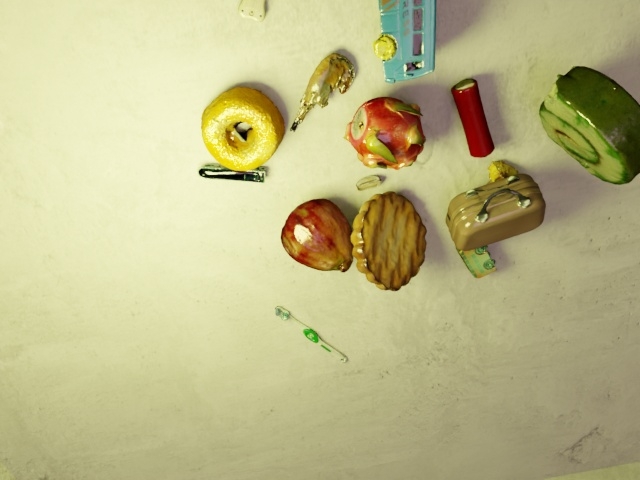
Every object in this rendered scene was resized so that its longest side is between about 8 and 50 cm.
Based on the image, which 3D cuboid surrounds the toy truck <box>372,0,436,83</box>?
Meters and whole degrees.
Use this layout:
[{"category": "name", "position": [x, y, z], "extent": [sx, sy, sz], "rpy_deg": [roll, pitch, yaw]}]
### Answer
[{"category": "toy truck", "position": [0.215, -0.601, 1.210], "extent": [0.163, 0.161, 0.384], "rpy_deg": [1, 120, 12]}]

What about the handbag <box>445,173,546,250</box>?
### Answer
[{"category": "handbag", "position": [0.562, -0.102, 1.537], "extent": [0.302, 0.149, 0.283], "rpy_deg": [-17, 156, 7]}]

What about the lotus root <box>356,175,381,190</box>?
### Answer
[{"category": "lotus root", "position": [0.157, -0.188, 1.561], "extent": [0.083, 0.030, 0.037], "rpy_deg": [-13, 151, 5]}]

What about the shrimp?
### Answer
[{"category": "shrimp", "position": [0.006, -0.409, 1.387], "extent": [0.117, 0.066, 0.262], "rpy_deg": [21, 119, -18]}]

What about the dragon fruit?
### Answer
[{"category": "dragon fruit", "position": [0.198, -0.304, 1.387], "extent": [0.227, 0.224, 0.224], "rpy_deg": [10, 120, -16]}]

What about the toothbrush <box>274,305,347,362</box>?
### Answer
[{"category": "toothbrush", "position": [-0.031, 0.375, 1.889], "extent": [0.042, 0.040, 0.418], "rpy_deg": [-37, 123, 18]}]

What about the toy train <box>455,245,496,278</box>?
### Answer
[{"category": "toy train", "position": [0.565, 0.058, 1.733], "extent": [0.099, 0.072, 0.188], "rpy_deg": [-31, 120, 12]}]

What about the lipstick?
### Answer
[{"category": "lipstick", "position": [0.465, -0.367, 1.456], "extent": [0.080, 0.080, 0.241], "rpy_deg": [-23, 122, 8]}]

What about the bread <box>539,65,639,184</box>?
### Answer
[{"category": "bread", "position": [0.754, -0.323, 1.347], "extent": [0.129, 0.366, 0.382], "rpy_deg": [-42, 119, 12]}]

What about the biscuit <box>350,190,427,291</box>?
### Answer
[{"category": "biscuit", "position": [0.217, 0.003, 1.562], "extent": [0.107, 0.325, 0.325], "rpy_deg": [-4, 135, 48]}]

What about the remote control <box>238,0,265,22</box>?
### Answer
[{"category": "remote control", "position": [-0.170, -0.636, 1.245], "extent": [0.074, 0.032, 0.122], "rpy_deg": [12, 120, -13]}]

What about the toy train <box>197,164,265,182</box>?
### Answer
[{"category": "toy train", "position": [-0.275, -0.209, 1.488], "extent": [0.208, 0.047, 0.043], "rpy_deg": [2, 127, -7]}]

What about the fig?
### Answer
[{"category": "fig", "position": [-0.007, -0.010, 1.551], "extent": [0.224, 0.224, 0.263], "rpy_deg": [-37, 119, 16]}]

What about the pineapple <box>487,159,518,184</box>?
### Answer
[{"category": "pineapple", "position": [0.591, -0.196, 1.583], "extent": [0.114, 0.077, 0.114], "rpy_deg": [19, 131, -11]}]

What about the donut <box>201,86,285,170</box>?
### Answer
[{"category": "donut", "position": [-0.228, -0.317, 1.397], "extent": [0.254, 0.118, 0.253], "rpy_deg": [3, 133, 3]}]
